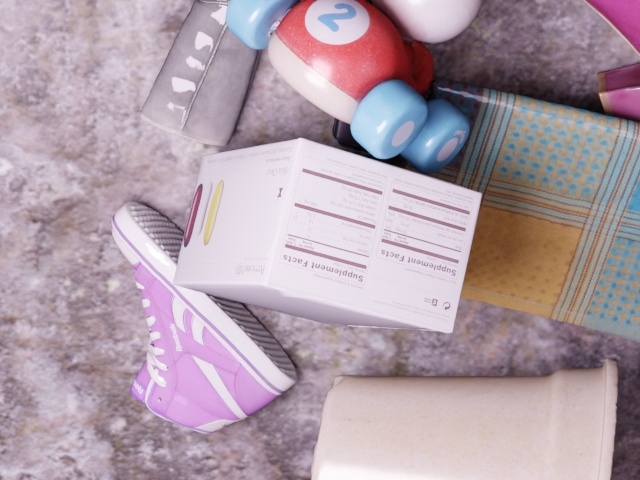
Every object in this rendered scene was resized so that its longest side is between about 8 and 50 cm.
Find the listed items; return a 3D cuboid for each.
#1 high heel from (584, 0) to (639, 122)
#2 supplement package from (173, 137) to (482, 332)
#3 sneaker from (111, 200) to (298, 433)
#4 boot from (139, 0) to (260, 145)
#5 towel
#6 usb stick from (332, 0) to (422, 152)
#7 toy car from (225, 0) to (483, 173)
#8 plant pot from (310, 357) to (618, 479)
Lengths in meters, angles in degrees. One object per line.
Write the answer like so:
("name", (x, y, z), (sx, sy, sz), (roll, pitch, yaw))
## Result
("high heel", (0.342, -0.273, 1.815), (0.181, 0.127, 0.377), (-15, 126, 13))
("supplement package", (0.000, 0.000, 1.792), (0.204, 0.262, 0.145), (15, 82, -23))
("sneaker", (-0.169, 0.099, 1.950), (0.161, 0.102, 0.282), (-34, 109, 13))
("boot", (-0.137, -0.213, 1.836), (0.190, 0.076, 0.208), (24, 122, -14))
("towel", (0.262, -0.027, 1.921), (0.370, 0.040, 0.271), (13, 126, -7))
("usb stick", (0.070, -0.222, 1.867), (0.077, 0.045, 0.278), (11, 110, 4))
("toy car", (0.076, -0.227, 1.733), (0.219, 0.210, 0.238), (42, 103, 23))
("plant pot", (0.149, 0.273, 1.939), (0.305, 0.334, 0.333), (7, 111, 7))
